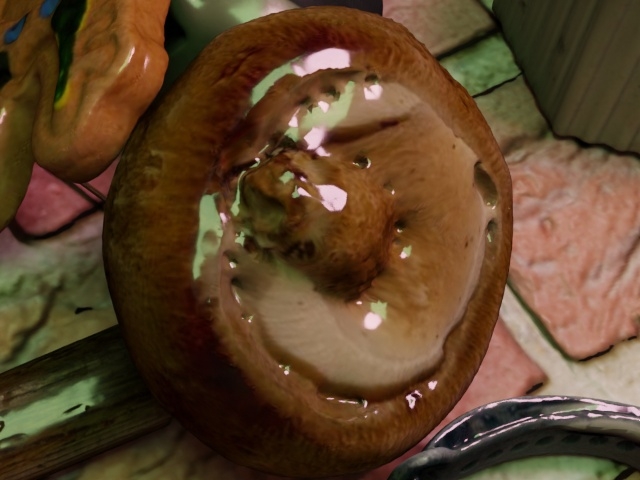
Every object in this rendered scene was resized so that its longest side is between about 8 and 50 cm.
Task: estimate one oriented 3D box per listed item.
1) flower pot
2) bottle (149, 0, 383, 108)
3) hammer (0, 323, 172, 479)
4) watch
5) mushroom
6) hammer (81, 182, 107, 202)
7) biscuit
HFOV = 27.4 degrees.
[{"bbox_3d":[0.252,-0.188,0.897,0.239,0.190,0.209,13,56,0],"label":"flower pot"},{"bbox_3d":[-0.023,-0.211,0.885,0.168,0.168,0.347,14,60,0],"label":"bottle"},{"bbox_3d":[-0.252,0.142,0.664,0.408,0.095,0.242,-20,62,-28],"label":"hammer"},{"bbox_3d":[0.130,0.170,0.710,0.206,0.068,0.193,14,52,-5],"label":"watch"},{"bbox_3d":[0.000,0.000,0.716,0.253,0.253,0.153,-36,25,-28],"label":"mushroom"},{"bbox_3d":[-0.150,-0.036,0.832,0.123,0.014,0.029,35,49,15],"label":"hammer"},{"bbox_3d":[-0.154,-0.157,0.814,0.047,0.202,0.334,35,48,-34],"label":"biscuit"}]
